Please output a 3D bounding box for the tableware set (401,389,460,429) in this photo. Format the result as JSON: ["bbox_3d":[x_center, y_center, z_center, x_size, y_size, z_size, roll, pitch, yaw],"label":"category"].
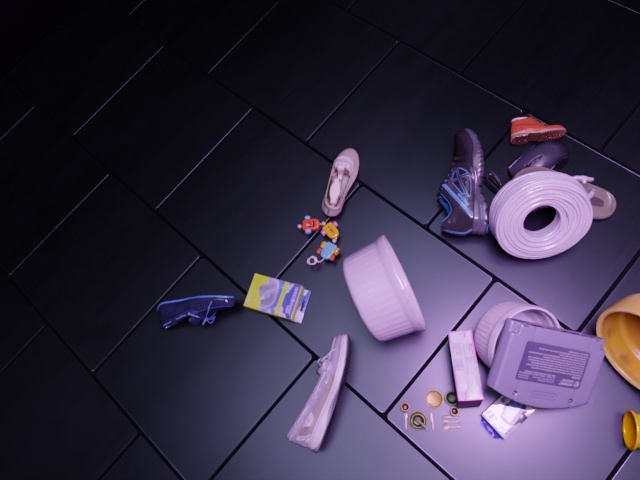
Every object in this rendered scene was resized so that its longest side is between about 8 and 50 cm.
[{"bbox_3d":[0.293,0.450,1.386,0.154,0.024,0.103,-5,69,10],"label":"tableware set"}]

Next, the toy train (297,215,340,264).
[{"bbox_3d":[0.000,0.000,1.601,0.125,0.046,0.166,-12,65,9],"label":"toy train"}]

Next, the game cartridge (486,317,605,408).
[{"bbox_3d":[0.547,0.307,1.270,0.298,0.062,0.197,14,100,-20],"label":"game cartridge"}]

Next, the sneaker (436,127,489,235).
[{"bbox_3d":[0.411,-0.178,1.536,0.140,0.125,0.340,-4,69,12],"label":"sneaker"}]

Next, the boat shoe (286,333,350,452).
[{"bbox_3d":[0.004,0.402,1.416,0.103,0.118,0.320,16,81,12],"label":"boat shoe"}]

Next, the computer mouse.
[{"bbox_3d":[0.635,-0.189,1.528,0.262,0.060,0.184,-27,66,1],"label":"computer mouse"}]

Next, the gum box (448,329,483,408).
[{"bbox_3d":[0.373,0.330,1.357,0.062,0.107,0.188,-7,63,9],"label":"gum box"}]

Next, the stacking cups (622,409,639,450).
[{"bbox_3d":[0.893,0.465,1.216,0.317,0.096,0.095,4,71,14],"label":"stacking cups"}]

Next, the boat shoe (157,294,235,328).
[{"bbox_3d":[-0.369,0.218,1.579,0.259,0.109,0.088,-13,75,25],"label":"boat shoe"}]

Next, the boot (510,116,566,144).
[{"bbox_3d":[0.658,-0.344,1.583,0.158,0.059,0.084,-1,65,12],"label":"boot"}]

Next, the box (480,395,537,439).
[{"bbox_3d":[0.481,0.446,1.346,0.136,0.028,0.081,-41,68,-7],"label":"box"}]

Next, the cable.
[{"bbox_3d":[0.588,-0.063,1.398,0.257,0.256,0.089,9,33,-4],"label":"cable"}]

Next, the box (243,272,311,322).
[{"bbox_3d":[-0.129,0.173,1.564,0.179,0.042,0.108,13,74,17],"label":"box"}]

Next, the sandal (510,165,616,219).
[{"bbox_3d":[0.684,-0.140,1.457,0.303,0.086,0.120,12,85,2],"label":"sandal"}]

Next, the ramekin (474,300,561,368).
[{"bbox_3d":[0.492,0.252,1.327,0.207,0.109,0.206,-4,102,-18],"label":"ramekin"}]

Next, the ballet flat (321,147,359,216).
[{"bbox_3d":[0.064,-0.194,1.637,0.086,0.086,0.248,11,73,15],"label":"ballet flat"}]

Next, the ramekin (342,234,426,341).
[{"bbox_3d":[0.167,0.136,1.399,0.135,0.277,0.277,-25,67,11],"label":"ramekin"}]

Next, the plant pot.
[{"bbox_3d":[0.852,0.215,1.249,0.239,0.254,0.254,-29,67,-15],"label":"plant pot"}]
